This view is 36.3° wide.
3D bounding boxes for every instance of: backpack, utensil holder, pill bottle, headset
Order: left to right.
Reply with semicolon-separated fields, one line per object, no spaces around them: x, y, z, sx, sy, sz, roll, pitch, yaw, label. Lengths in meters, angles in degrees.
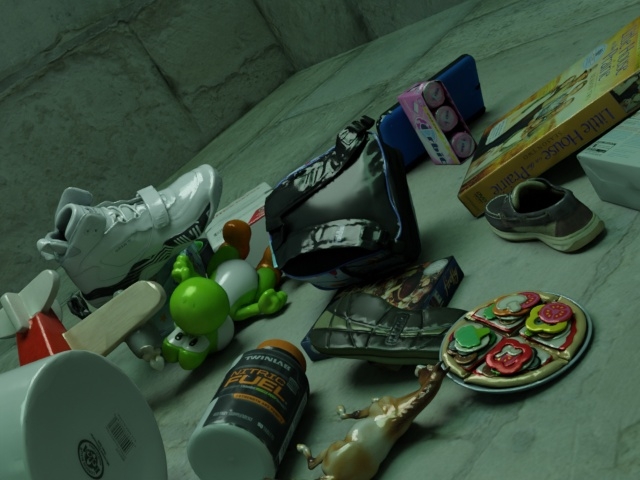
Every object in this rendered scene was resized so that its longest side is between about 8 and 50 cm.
-0.469;0.362;1.435;0.385;0.328;0.328;-22;20;23;utensil holder
-0.414;0.098;2.287;0.243;0.185;0.394;-16;23;44;headset
-0.350;0.102;2.057;0.225;0.254;0.191;-27;-23;7;backpack
-0.093;0.244;1.423;0.130;0.130;0.246;-24;19;26;pill bottle
0.040;-0.038;1.749;0.263;0.213;0.277;-20;60;22;backpack

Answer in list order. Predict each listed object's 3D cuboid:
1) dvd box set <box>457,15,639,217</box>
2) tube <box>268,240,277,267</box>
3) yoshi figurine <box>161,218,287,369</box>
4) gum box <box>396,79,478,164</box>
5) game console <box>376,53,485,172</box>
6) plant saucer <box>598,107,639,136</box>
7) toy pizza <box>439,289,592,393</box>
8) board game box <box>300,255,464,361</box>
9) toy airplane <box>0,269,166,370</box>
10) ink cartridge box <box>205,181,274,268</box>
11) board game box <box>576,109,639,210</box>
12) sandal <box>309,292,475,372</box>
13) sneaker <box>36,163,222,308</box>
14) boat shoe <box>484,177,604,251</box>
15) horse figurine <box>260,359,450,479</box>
0.447;-0.236;1.768;0.420;0.062;0.308;-37;13;35;dvd box set
0.000;0.000;1.969;0.207;0.052;0.080;-15;37;-1;tube
-0.188;0.093;1.911;0.203;0.203;0.362;-12;28;33;yoshi figurine
0.250;-0.257;2.105;0.062;0.188;0.107;-38;17;-17;gum box
0.222;-0.288;2.290;0.293;0.250;0.173;-38;45;-17;game console
0.545;-0.244;1.818;0.198;0.036;0.198;-28;17;10;plant saucer
0.248;0.121;1.264;0.201;0.032;0.201;-18;28;10;toy pizza
0.100;0.112;1.599;0.243;0.042;0.165;-19;22;38;board game box
-0.466;0.250;1.819;0.386;0.272;0.385;2;69;40;toy airplane
-0.158;-0.022;2.295;0.197;0.114;0.273;-34;18;-3;ink cartridge box
0.571;-0.164;1.454;0.303;0.098;0.224;-35;18;-5;board game box
0.108;0.152;1.427;0.302;0.086;0.120;6;45;38;sandal
-0.366;-0.045;1.883;0.366;0.210;0.137;-43;43;0;sneaker
0.340;-0.053;1.552;0.102;0.092;0.285;-35;17;-8;boat shoe
0.045;0.258;1.260;0.263;0.066;0.174;-39;12;-28;horse figurine
